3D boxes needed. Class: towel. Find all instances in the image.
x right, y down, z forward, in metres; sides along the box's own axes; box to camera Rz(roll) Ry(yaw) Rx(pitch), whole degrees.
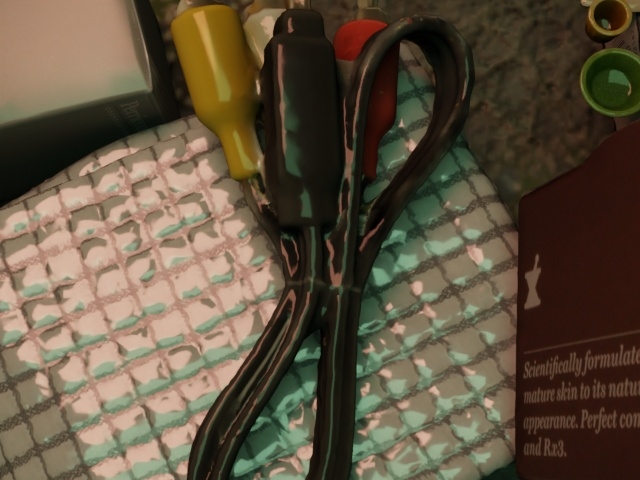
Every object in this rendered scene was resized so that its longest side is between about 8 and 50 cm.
[{"bbox_3d":[-0.031,0.051,0.502,0.284,0.121,0.235,-26,73,-9],"label":"towel"}]

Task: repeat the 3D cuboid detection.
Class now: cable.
[{"bbox_3d":[0.000,0.000,0.442,0.139,0.072,0.287,3,82,-17],"label":"cable"}]

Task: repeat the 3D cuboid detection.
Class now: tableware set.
[{"bbox_3d":[0.210,-0.109,0.500,0.154,0.024,0.104,0,80,1],"label":"tableware set"}]

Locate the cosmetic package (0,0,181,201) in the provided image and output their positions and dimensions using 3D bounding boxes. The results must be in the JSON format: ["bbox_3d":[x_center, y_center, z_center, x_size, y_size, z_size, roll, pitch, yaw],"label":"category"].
[{"bbox_3d":[-0.201,-0.077,0.523,0.238,0.127,0.107,-12,80,1],"label":"cosmetic package"}]

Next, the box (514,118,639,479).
[{"bbox_3d":[0.289,0.042,0.375,0.381,0.191,0.143,7,78,-11],"label":"box"}]

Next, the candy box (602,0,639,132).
[{"bbox_3d":[0.256,-0.026,0.533,0.159,0.071,0.233,-4,80,0],"label":"candy box"}]
